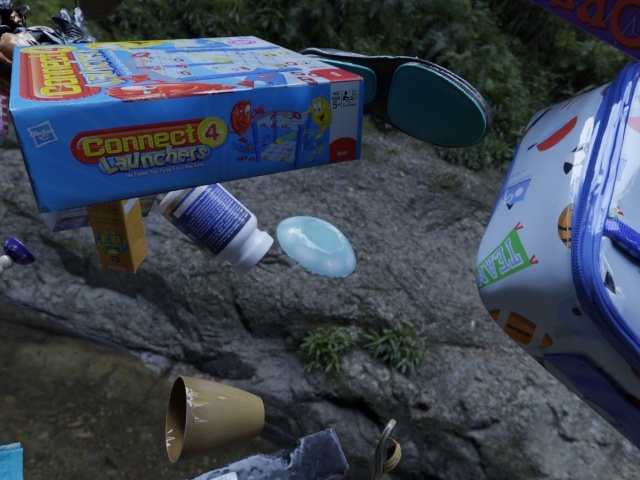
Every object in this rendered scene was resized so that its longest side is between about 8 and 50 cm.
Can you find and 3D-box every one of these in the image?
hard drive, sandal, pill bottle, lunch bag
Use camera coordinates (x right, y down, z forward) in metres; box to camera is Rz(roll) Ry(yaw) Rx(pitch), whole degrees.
[{"bbox_3d":[-0.119,0.373,0.665,0.237,0.338,0.064,-8,57,-25],"label":"hard drive"},{"bbox_3d":[0.137,0.442,0.968,0.049,0.180,0.072,13,15,21],"label":"sandal"},{"bbox_3d":[-0.255,-0.043,1.194,0.265,0.153,0.153,43,11,-12],"label":"pill bottle"},{"bbox_3d":[0.266,0.038,0.369,0.303,0.243,0.115,38,-29,-17],"label":"lunch bag"}]

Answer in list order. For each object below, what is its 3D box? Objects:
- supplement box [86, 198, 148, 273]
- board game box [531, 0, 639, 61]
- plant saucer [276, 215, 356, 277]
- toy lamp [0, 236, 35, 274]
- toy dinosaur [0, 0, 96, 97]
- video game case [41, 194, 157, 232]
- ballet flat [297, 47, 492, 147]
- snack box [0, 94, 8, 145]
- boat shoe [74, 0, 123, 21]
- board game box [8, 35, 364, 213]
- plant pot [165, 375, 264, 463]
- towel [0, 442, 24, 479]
[{"bbox_3d":[-0.416,-0.042,0.976,0.078,0.233,0.080,7,40,1],"label":"supplement box"},{"bbox_3d":[0.195,-0.320,0.412,0.346,0.056,0.208,52,-5,32],"label":"board game box"},{"bbox_3d":[0.000,0.000,1.049,0.195,0.037,0.195,22,33,-15],"label":"plant saucer"},{"bbox_3d":[-0.695,0.104,0.924,0.080,0.080,0.274,30,54,8],"label":"toy lamp"},{"bbox_3d":[-0.462,-0.272,0.738,0.321,0.164,0.218,64,15,-13],"label":"toy dinosaur"},{"bbox_3d":[-0.502,-0.145,1.158,0.061,0.244,0.270,45,30,16],"label":"video game case"},{"bbox_3d":[0.095,-0.205,0.633,0.281,0.095,0.096,24,37,16],"label":"ballet flat"},{"bbox_3d":[-0.619,-0.267,0.778,0.175,0.070,0.207,4,69,-46],"label":"snack box"},{"bbox_3d":[-0.543,-0.718,1.179,0.123,0.341,0.123,22,9,25],"label":"boat shoe"},{"bbox_3d":[-0.160,-0.157,0.533,0.302,0.086,0.308,-14,34,-25],"label":"board game box"},{"bbox_3d":[-0.308,0.527,1.430,0.255,0.237,0.237,10,21,-29],"label":"plant pot"},{"bbox_3d":[-0.602,0.468,0.740,0.370,0.040,0.271,54,13,-68],"label":"towel"}]
